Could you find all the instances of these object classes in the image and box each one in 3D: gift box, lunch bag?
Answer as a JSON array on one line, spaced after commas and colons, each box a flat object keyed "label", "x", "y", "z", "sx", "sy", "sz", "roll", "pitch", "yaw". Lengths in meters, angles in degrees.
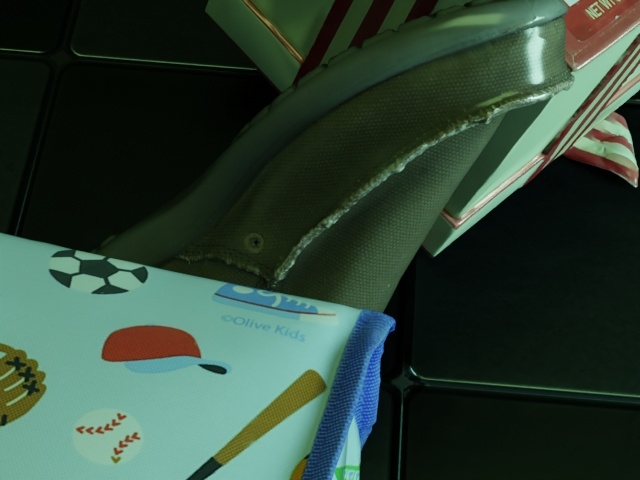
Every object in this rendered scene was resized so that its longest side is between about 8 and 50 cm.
[{"label": "gift box", "x": 0.103, "y": -0.146, "z": 0.949, "sx": 0.255, "sy": 0.258, "sz": 0.276, "roll": -32, "pitch": 78, "yaw": -28}, {"label": "lunch bag", "x": -0.168, "y": 0.195, "z": 0.660, "sx": 0.328, "sy": 0.239, "sz": 0.385, "roll": 10, "pitch": 41, "yaw": 8}]

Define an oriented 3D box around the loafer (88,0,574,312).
[{"label": "loafer", "x": 0.000, "y": 0.000, "z": 0.813, "sx": 0.130, "sy": 0.366, "sz": 0.134, "roll": 56, "pitch": 32, "yaw": 3}]
